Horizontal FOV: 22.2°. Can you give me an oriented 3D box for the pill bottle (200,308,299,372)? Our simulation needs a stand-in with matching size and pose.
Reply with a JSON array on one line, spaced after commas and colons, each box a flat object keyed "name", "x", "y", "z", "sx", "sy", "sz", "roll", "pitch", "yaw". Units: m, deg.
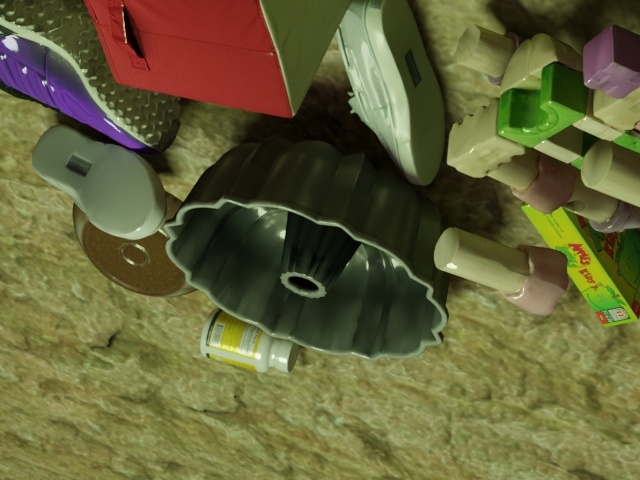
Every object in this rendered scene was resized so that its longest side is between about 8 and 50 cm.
[{"name": "pill bottle", "x": -0.088, "y": 0.130, "z": 2.062, "sx": 0.116, "sy": 0.065, "sz": 0.065, "roll": 15, "pitch": 138, "yaw": 14}]

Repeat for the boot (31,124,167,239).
[{"name": "boot", "x": -0.219, "y": -0.053, "z": 1.855, "sx": 0.123, "sy": 0.095, "sz": 0.258, "roll": 31, "pitch": -178, "yaw": -42}]

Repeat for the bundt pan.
[{"name": "bundt pan", "x": 0.000, "y": 0.000, "z": 1.802, "sx": 0.331, "sy": 0.124, "sz": 0.331, "roll": 16, "pitch": 152, "yaw": 9}]

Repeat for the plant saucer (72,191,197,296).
[{"name": "plant saucer", "x": -0.225, "y": 0.008, "z": 2.027, "sx": 0.198, "sy": 0.036, "sz": 0.198, "roll": 14, "pitch": 137, "yaw": 13}]

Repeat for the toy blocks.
[{"name": "toy blocks", "x": 0.294, "y": -0.101, "z": 1.508, "sx": 0.260, "sy": 0.309, "sz": 0.288, "roll": 19, "pitch": 153, "yaw": -24}]

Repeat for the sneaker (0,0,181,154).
[{"name": "sneaker", "x": -0.290, "y": -0.192, "z": 1.812, "sx": 0.293, "sy": 0.102, "sz": 0.146, "roll": 40, "pitch": 143, "yaw": -10}]

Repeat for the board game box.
[{"name": "board game box", "x": 0.283, "y": -0.006, "z": 1.704, "sx": 0.043, "sy": 0.092, "sz": 0.181, "roll": -14, "pitch": 125, "yaw": 38}]

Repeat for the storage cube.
[{"name": "storage cube", "x": -0.093, "y": -0.257, "z": 1.535, "sx": 0.193, "sy": 0.215, "sz": 0.184, "roll": 14, "pitch": 148, "yaw": 21}]

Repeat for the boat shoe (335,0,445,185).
[{"name": "boat shoe", "x": 0.068, "y": -0.158, "z": 1.678, "sx": 0.081, "sy": 0.079, "sz": 0.227, "roll": 8, "pitch": 132, "yaw": 34}]
